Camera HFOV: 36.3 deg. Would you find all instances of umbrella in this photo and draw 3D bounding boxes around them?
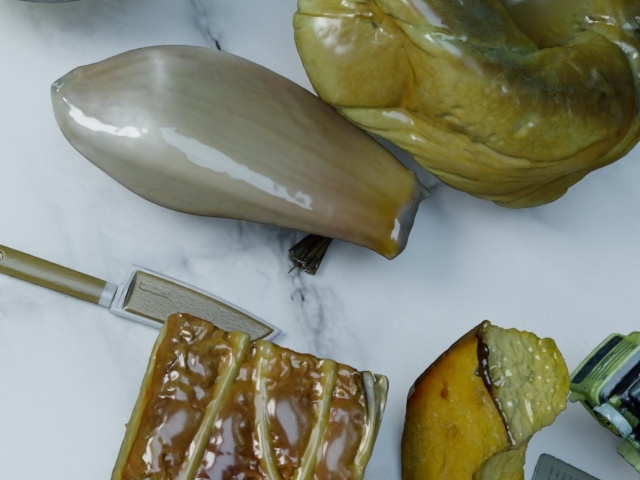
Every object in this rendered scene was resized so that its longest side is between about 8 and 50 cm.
[{"bbox_3d":[-0.001,0.001,0.857,0.031,0.020,0.083,41,62,0],"label":"umbrella"}]

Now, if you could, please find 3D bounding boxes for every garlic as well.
[{"bbox_3d":[-0.060,-0.074,0.814,0.318,0.112,0.143,17,47,-4],"label":"garlic"}]

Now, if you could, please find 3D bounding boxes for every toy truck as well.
[{"bbox_3d":[0.292,0.162,0.828,0.085,0.116,0.191,-45,101,-7],"label":"toy truck"}]

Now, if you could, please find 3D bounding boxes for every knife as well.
[{"bbox_3d":[-0.154,0.042,0.801,0.256,0.022,0.046,19,65,-8],"label":"knife"}]

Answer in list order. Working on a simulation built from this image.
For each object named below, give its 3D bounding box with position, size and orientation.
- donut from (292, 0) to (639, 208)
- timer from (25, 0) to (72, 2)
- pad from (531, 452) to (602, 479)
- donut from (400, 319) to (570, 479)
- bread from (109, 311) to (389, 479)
[{"bbox_3d":[0.152,-0.203,0.866,0.360,0.170,0.360,10,67,-26],"label":"donut"},{"bbox_3d":[-0.226,-0.350,0.813,0.285,0.285,0.285,4,71,-13],"label":"timer"},{"bbox_3d":[0.213,0.329,0.809,0.159,0.009,0.265,26,68,-4],"label":"pad"},{"bbox_3d":[0.133,0.198,0.763,0.101,0.152,0.259,-6,79,-32],"label":"donut"},{"bbox_3d":[-0.071,0.211,0.720,0.184,0.114,0.275,18,71,-8],"label":"bread"}]
